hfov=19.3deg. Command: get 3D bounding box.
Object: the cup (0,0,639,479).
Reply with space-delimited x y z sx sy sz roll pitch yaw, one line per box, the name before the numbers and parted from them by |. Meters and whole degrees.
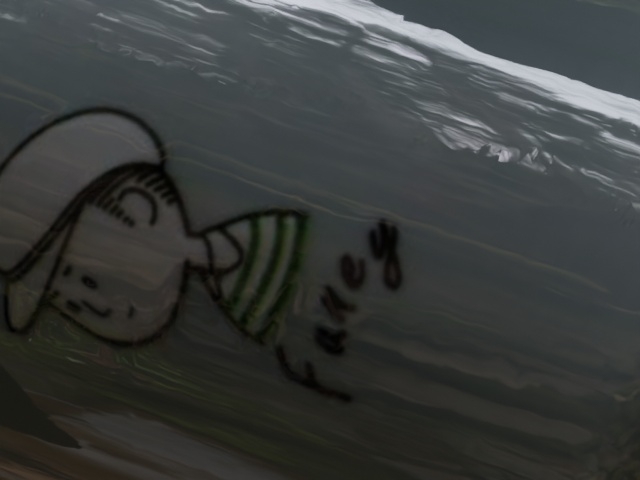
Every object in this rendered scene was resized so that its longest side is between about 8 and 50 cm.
cup | 0.000 0.000 0.544 0.312 0.205 0.205 19 7 17
